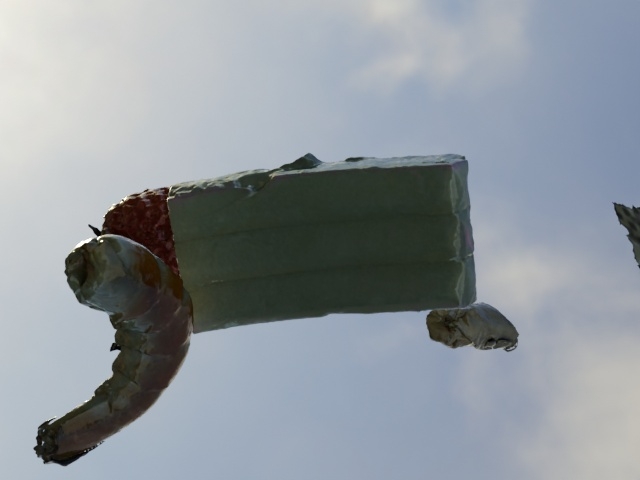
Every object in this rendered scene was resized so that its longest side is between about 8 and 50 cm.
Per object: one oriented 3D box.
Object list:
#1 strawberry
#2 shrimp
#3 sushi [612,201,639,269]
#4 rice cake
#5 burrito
[{"bbox_3d":[-0.160,-0.003,1.934,0.175,0.236,0.107,-101,-167,-48],"label":"strawberry"},{"bbox_3d":[-0.166,0.079,1.153,0.166,0.161,0.049,-47,-130,-6],"label":"shrimp"},{"bbox_3d":[0.385,0.121,1.101,0.296,0.100,0.373,21,-38,62],"label":"sushi"},{"bbox_3d":[0.000,0.000,1.194,0.043,0.237,0.127,-48,131,-66],"label":"rice cake"},{"bbox_3d":[0.161,0.090,1.690,0.041,0.149,0.055,-11,-100,35],"label":"burrito"}]
